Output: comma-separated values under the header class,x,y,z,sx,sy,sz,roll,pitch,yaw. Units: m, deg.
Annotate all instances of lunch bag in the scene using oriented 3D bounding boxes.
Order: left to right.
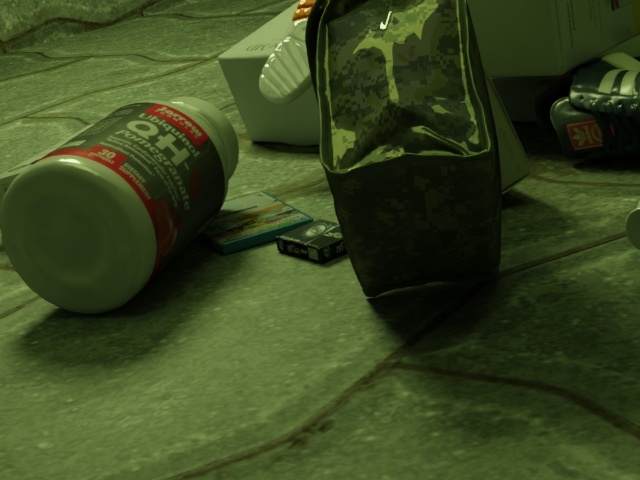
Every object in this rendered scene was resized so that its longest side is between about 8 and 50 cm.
class,x,y,z,sx,sy,sz,roll,pitch,yaw
lunch bag,0.080,-0.129,1.132,0.169,0.235,0.287,-7,60,6

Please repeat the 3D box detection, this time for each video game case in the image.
class,x,y,z,sx,sy,sz,roll,pitch,yaw
video game case,-0.094,-0.024,1.451,0.119,0.015,0.166,-16,19,-20

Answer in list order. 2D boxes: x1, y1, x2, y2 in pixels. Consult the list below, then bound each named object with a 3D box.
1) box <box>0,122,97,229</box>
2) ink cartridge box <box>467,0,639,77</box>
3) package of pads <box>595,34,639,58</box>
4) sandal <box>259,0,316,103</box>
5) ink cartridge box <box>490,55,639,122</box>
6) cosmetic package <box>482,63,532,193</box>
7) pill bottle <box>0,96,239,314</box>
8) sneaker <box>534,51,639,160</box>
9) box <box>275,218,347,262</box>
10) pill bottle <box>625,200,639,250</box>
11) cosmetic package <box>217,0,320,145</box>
class,x,y,z,sx,sy,sz,roll,pitch,yaw
box,-0.316,-0.103,1.646,0.169,0.087,0.290,-12,17,22
ink cartridge box,0.301,-0.347,1.649,0.279,0.160,0.385,3,21,40
package of pads,0.451,-0.347,1.985,0.297,0.101,0.229,-21,23,-27
sandal,0.004,-0.280,1.625,0.102,0.076,0.265,24,70,29
ink cartridge box,0.334,-0.226,1.754,0.311,0.065,0.186,3,22,40
cosmetic package,0.120,-0.149,1.454,0.113,0.160,0.309,-32,24,-8
pill bottle,-0.211,-0.059,1.346,0.176,0.176,0.318,-3,22,20
sneaker,0.372,-0.142,1.418,0.148,0.131,0.350,-21,15,-8
box,0.000,0.000,1.326,0.067,0.018,0.083,-23,22,-32
pill bottle,0.353,-0.028,1.158,0.116,0.065,0.065,-25,24,-39
cosmetic package,0.082,-0.331,1.884,0.230,0.161,0.453,7,38,44
